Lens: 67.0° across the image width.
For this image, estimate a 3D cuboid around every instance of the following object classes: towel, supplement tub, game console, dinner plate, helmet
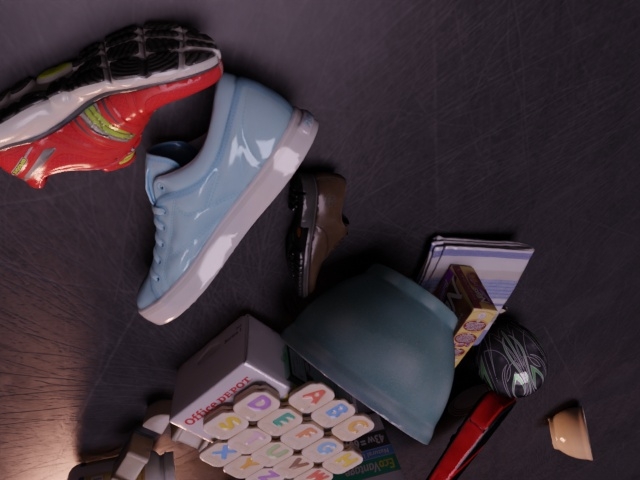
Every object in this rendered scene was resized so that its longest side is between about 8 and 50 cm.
[{"bbox_3d":[0.272,0.109,0.953,0.209,0.034,0.285,3,129,-12],"label":"towel"},{"bbox_3d":[-0.396,0.512,0.979,0.199,0.144,0.145,-4,131,-18],"label":"supplement tub"},{"bbox_3d":[0.355,0.517,1.203,0.342,0.060,0.386,-55,150,6],"label":"game console"},{"bbox_3d":[0.410,0.431,1.319,0.141,0.017,0.141,-12,133,-13],"label":"dinner plate"},{"bbox_3d":[0.427,0.268,1.096,0.169,0.170,0.162,-24,151,-1],"label":"helmet"}]

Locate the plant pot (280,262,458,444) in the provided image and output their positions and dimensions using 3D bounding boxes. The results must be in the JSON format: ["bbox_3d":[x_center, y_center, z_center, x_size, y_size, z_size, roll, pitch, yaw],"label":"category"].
[{"bbox_3d":[0.106,0.164,0.811,0.196,0.293,0.293,-55,132,-8],"label":"plant pot"}]

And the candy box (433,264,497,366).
[{"bbox_3d":[0.238,0.150,0.886,0.053,0.109,0.187,8,128,-17],"label":"candy box"}]

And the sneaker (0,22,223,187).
[{"bbox_3d":[-0.224,-0.138,0.522,0.278,0.107,0.118,-18,139,9],"label":"sneaker"}]

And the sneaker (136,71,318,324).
[{"bbox_3d":[-0.165,-0.050,0.614,0.150,0.135,0.366,33,111,-18],"label":"sneaker"}]

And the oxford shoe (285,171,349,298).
[{"bbox_3d":[0.000,0.000,0.735,0.096,0.083,0.227,-7,133,-22],"label":"oxford shoe"}]

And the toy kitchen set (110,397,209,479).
[{"bbox_3d":[-0.272,0.412,0.956,0.207,0.122,0.166,31,91,-16],"label":"toy kitchen set"}]

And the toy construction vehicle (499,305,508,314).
[{"bbox_3d":[0.349,0.150,1.043,0.098,0.035,0.086,25,128,-33],"label":"toy construction vehicle"}]

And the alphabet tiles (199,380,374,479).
[{"bbox_3d":[-0.058,0.349,0.836,0.277,0.021,0.284,-36,120,17],"label":"alphabet tiles"}]

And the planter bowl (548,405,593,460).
[{"bbox_3d":[0.805,0.623,1.565,0.109,0.162,0.162,-12,139,25],"label":"planter bowl"}]

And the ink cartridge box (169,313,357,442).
[{"bbox_3d":[-0.098,0.290,0.877,0.201,0.117,0.278,-40,118,20],"label":"ink cartridge box"}]

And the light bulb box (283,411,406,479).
[{"bbox_3d":[0.003,0.656,1.209,0.357,0.225,0.361,-8,131,-15],"label":"light bulb box"}]
